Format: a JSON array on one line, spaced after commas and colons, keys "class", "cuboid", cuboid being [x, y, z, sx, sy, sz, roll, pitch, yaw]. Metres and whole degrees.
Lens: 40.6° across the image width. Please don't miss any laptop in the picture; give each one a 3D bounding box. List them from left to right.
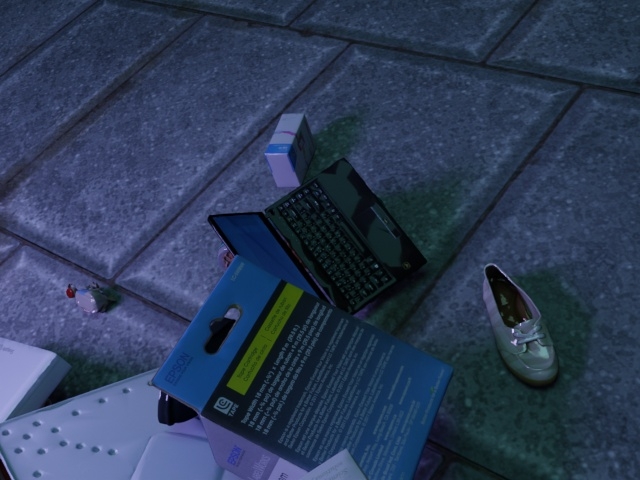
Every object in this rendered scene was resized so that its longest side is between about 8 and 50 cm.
[{"class": "laptop", "cuboid": [0.000, 0.000, 1.354, 0.264, 0.136, 0.234, -34, 74, -10]}]

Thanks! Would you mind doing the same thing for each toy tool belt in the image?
[{"class": "toy tool belt", "cuboid": [-0.418, 0.102, 1.579, 0.083, 0.052, 0.051, 21, 26, 32]}]

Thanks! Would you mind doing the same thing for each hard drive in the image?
[{"class": "hard drive", "cuboid": [-0.561, 0.313, 1.348, 0.233, 0.047, 0.353, 2, 50, 49]}]

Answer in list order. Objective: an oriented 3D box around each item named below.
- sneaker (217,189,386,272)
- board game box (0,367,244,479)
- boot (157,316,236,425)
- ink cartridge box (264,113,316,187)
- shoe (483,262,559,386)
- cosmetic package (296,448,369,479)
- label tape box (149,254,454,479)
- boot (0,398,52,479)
[{"class": "sneaker", "cuboid": [-0.033, -0.017, 1.508, 0.302, 0.108, 0.121, -12, 42, -2]}, {"class": "board game box", "cuboid": [-0.187, 0.317, 1.159, 0.390, 0.050, 0.390, -16, 37, -32]}, {"class": "boot", "cuboid": [-0.091, 0.196, 1.229, 0.207, 0.094, 0.246, 11, 23, 15]}, {"class": "ink cartridge box", "cuboid": [-0.056, -0.176, 1.681, 0.052, 0.088, 0.122, -1, 46, 21]}, {"class": "shoe", "cuboid": [0.286, 0.120, 1.274, 0.077, 0.058, 0.219, -20, 43, 2]}, {"class": "cosmetic package", "cuboid": [0.027, 0.399, 0.869, 0.197, 0.365, 0.155, -29, 44, -10]}, {"class": "label tape box", "cuboid": [-0.023, 0.200, 1.121, 0.334, 0.106, 0.240, 28, 48, 4]}, {"class": "boot", "cuboid": [-0.471, 0.315, 1.373, 0.085, 0.059, 0.158, -12, 42, 3]}]
